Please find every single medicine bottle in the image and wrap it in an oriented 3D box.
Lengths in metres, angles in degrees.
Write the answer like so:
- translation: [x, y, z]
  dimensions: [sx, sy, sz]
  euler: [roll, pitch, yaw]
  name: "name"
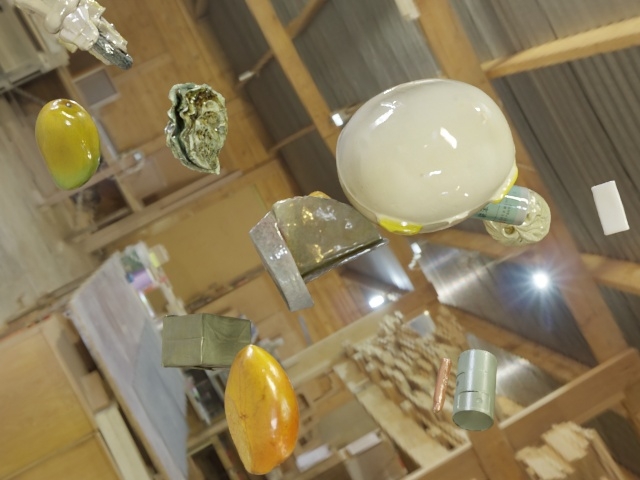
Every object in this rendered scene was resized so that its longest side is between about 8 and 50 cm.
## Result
- translation: [0.394, -0.124, 2.118]
  dimensions: [0.110, 0.352, 0.110]
  euler: [11, 90, -90]
  name: "medicine bottle"

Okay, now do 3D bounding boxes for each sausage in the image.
- translation: [0.340, 0.408, 2.154]
  dimensions: [0.036, 0.158, 0.042]
  euler: [-1, -24, 41]
  name: "sausage"

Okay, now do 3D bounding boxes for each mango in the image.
- translation: [-0.515, -0.192, 1.563]
  dimensions: [0.092, 0.130, 0.194]
  euler: [-93, -166, -61]
  name: "mango"
- translation: [-0.100, 0.281, 1.295]
  dimensions: [0.141, 0.102, 0.217]
  euler: [-2, -81, 58]
  name: "mango"

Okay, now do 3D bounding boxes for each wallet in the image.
- translation: [0.694, -0.078, 1.837]
  dimensions: [0.061, 0.025, 0.122]
  euler: [-20, -97, 46]
  name: "wallet"

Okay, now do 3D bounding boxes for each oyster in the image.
- translation: [-0.336, -0.292, 2.065]
  dimensions: [0.112, 0.198, 0.267]
  euler: [25, -59, 37]
  name: "oyster"

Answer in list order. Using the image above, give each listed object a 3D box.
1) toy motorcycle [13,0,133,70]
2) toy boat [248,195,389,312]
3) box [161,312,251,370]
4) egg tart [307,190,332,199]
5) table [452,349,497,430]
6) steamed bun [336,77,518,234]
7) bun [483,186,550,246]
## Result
- translation: [-0.496, -0.444, 1.458]
  dimensions: [0.341, 0.108, 0.223]
  euler: [43, 7, 27]
  name: "toy motorcycle"
- translation: [-0.031, 0.005, 1.823]
  dimensions: [0.276, 0.293, 0.111]
  euler: [47, -3, -27]
  name: "toy boat"
- translation: [-0.327, 0.295, 2.230]
  dimensions: [0.231, 0.149, 0.155]
  euler: [20, 65, -56]
  name: "box"
- translation: [-0.013, -0.062, 2.388]
  dimensions: [0.074, 0.191, 0.191]
  euler: [0, -54, 38]
  name: "egg tart"
- translation: [0.479, 0.462, 2.369]
  dimensions: [0.126, 0.126, 0.220]
  euler: [69, 26, -44]
  name: "table"
- translation: [0.220, -0.177, 1.620]
  dimensions: [0.334, 0.374, 0.334]
  euler: [160, -90, -85]
  name: "steamed bun"
- translation: [0.614, -0.064, 2.428]
  dimensions: [0.231, 0.133, 0.231]
  euler: [15, -43, 15]
  name: "bun"
